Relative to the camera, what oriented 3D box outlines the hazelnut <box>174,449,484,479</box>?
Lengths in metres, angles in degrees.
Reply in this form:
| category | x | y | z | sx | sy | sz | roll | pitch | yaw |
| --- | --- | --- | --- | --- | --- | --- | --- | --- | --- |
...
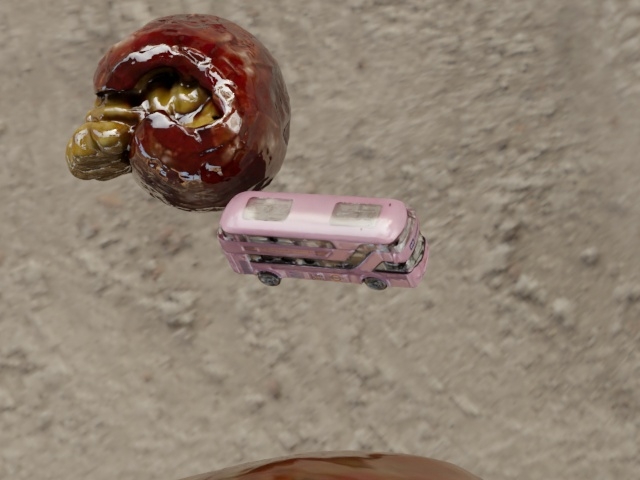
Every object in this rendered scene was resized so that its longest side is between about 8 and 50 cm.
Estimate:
| category | x | y | z | sx | sy | sz | roll | pitch | yaw |
| --- | --- | --- | --- | --- | --- | --- | --- | --- | --- |
| hazelnut | 0.020 | 0.276 | 0.871 | 0.366 | 0.366 | 0.365 | 8 | 108 | 25 |

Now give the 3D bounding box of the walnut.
| category | x | y | z | sx | sy | sz | roll | pitch | yaw |
| --- | --- | --- | --- | --- | --- | --- | --- | --- | --- |
| walnut | -0.157 | -0.132 | 1.575 | 0.244 | 0.269 | 0.221 | -14 | 87 | 6 |

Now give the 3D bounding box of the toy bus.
| category | x | y | z | sx | sy | sz | roll | pitch | yaw |
| --- | --- | --- | --- | --- | --- | --- | --- | --- | --- |
| toy bus | 0.000 | 0.000 | 1.452 | 0.203 | 0.063 | 0.090 | 4 | 143 | 21 |
